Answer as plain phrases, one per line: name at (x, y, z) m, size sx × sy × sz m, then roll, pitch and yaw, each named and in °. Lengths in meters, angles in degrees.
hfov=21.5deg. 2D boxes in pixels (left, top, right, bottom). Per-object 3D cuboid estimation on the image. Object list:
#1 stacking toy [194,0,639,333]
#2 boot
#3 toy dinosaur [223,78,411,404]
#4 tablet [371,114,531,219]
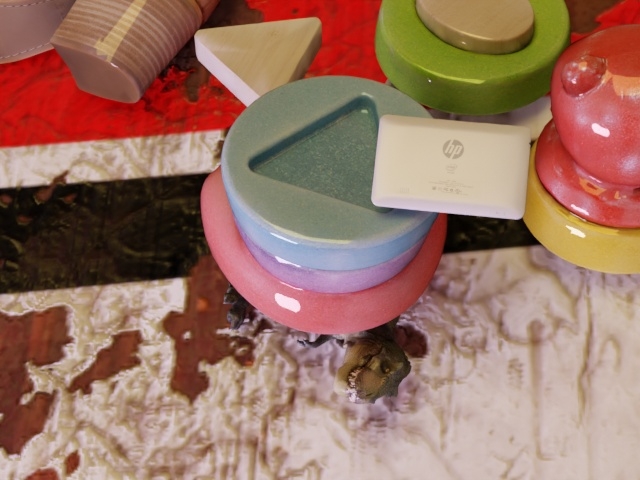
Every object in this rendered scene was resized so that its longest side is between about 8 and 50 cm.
stacking toy at (0.067, -0.100, 1.026) m, size 0.309 × 0.130 × 0.279 m, roll -15°, pitch 52°, yaw -11°
boot at (-0.189, -0.237, 1.246) m, size 0.283 × 0.109 × 0.220 m, roll 19°, pitch 65°, yaw 24°
toy dinosaur at (0.000, 0.000, 1.066) m, size 0.118 × 0.064 × 0.268 m, roll -3°, pitch 54°, yaw 7°
tablet at (0.072, -0.041, 0.921) m, size 0.083 × 0.006 × 0.054 m, roll 6°, pitch 72°, yaw 4°
